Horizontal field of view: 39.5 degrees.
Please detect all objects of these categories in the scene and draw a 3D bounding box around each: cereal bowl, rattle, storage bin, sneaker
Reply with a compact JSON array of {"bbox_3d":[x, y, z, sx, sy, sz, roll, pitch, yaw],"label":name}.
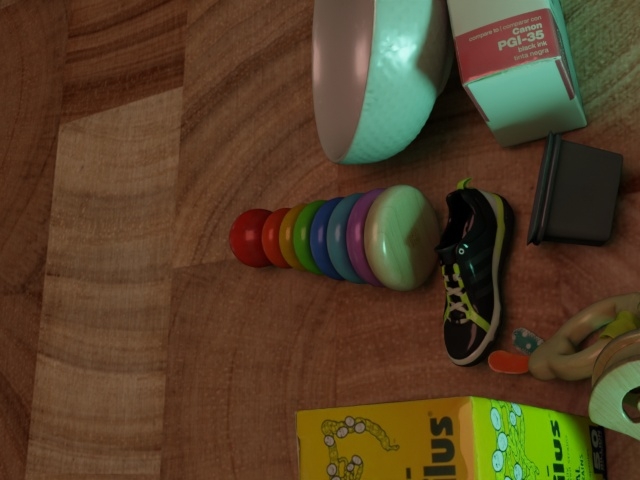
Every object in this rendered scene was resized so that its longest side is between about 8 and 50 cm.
[{"bbox_3d":[0.088,-0.268,1.192,0.339,0.141,0.339,-179,90,-78],"label":"cereal bowl"},{"bbox_3d":[0.316,0.151,1.041,0.199,0.142,0.130,-37,25,40],"label":"rattle"},{"bbox_3d":[0.306,-0.053,1.075,0.091,0.098,0.135,12,83,10],"label":"storage bin"},{"bbox_3d":[0.174,0.038,1.122,0.084,0.097,0.235,-11,66,55],"label":"sneaker"}]

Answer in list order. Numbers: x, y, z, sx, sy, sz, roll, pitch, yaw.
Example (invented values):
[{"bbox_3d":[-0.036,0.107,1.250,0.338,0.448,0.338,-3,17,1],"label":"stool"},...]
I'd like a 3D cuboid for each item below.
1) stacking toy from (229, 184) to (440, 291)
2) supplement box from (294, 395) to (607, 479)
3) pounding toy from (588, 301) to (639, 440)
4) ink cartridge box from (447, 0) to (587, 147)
[{"bbox_3d":[0.000,0.000,1.262,0.330,0.141,0.141,-2,76,43],"label":"stacking toy"},{"bbox_3d":[0.153,0.275,0.917,0.195,0.356,0.194,-13,70,33],"label":"supplement box"},{"bbox_3d":[0.347,0.174,0.858,0.154,0.155,0.270,-27,98,26],"label":"pounding toy"},{"bbox_3d":[0.232,-0.288,1.105,0.117,0.207,0.283,-14,69,21],"label":"ink cartridge box"}]
